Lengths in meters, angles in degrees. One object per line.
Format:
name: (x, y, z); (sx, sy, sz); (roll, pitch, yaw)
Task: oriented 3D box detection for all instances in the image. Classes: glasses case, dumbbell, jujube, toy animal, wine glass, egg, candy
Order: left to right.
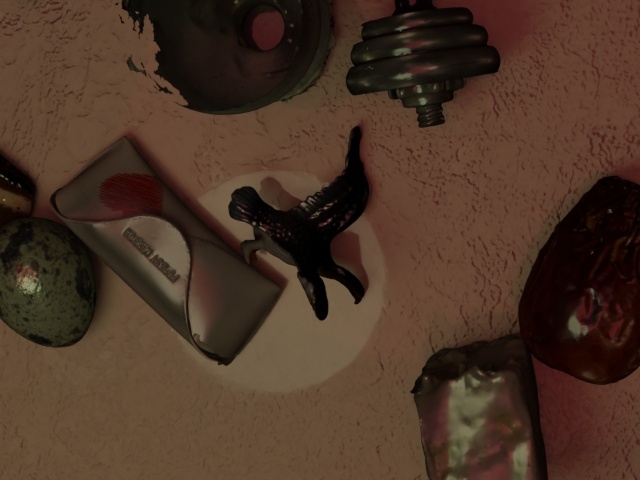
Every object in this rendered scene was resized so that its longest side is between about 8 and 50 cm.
egg: (-0.341, 0.054, 1.358); (0.132, 0.132, 0.172); (-21, 106, 10)
glasses case: (-0.190, 0.012, 1.355); (0.308, 0.083, 0.128); (44, 102, 0)
wine glass: (-0.080, -0.229, 1.172); (0.191, 0.357, 0.190); (2, 100, 9)
toy animal: (-0.012, 0.002, 1.321); (0.160, 0.197, 0.272); (9, 55, 23)
dumbbell: (0.093, -0.327, 1.223); (0.179, 0.179, 0.406); (-9, 97, 9)
candy: (0.187, 0.220, 1.281); (0.137, 0.185, 0.195); (-10, 96, 14)
jujube: (0.319, 0.043, 1.253); (0.168, 0.168, 0.236); (22, 83, 5)

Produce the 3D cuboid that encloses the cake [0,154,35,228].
cake: (-0.484, -0.106, 1.404); (0.246, 0.135, 0.112); (24, 115, -25)
